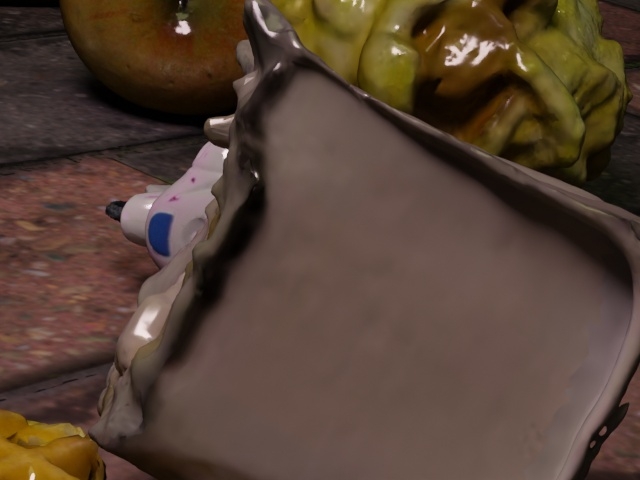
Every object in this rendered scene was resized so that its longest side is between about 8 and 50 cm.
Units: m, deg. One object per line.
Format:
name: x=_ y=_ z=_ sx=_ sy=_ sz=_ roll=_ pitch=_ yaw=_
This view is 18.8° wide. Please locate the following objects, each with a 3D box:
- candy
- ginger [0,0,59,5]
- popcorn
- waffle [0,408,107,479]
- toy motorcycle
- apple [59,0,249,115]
candy: x=0.025 y=0.029 z=0.746 sx=0.195 sy=0.185 sz=0.137 roll=25 pitch=7 yaw=-2
ginger: x=-0.340 y=-0.344 z=1.685 sx=0.413 sy=0.211 sz=0.358 roll=-5 pitch=21 yaw=-34
popcorn: x=0.078 y=-0.118 z=1.255 sx=0.256 sy=0.195 sz=0.255 roll=23 pitch=20 yaw=-18
waffle: x=-0.122 y=0.124 z=0.678 sx=0.291 sy=0.051 sz=0.291 roll=8 pitch=21 yaw=-3
toy motorcycle: x=0.000 y=0.000 z=1.019 sx=0.221 sy=0.102 sz=0.150 roll=5 pitch=7 yaw=-11
apple: x=-0.093 y=-0.174 z=1.359 sx=0.182 sy=0.182 sz=0.155 roll=9 pitch=8 yaw=-1
